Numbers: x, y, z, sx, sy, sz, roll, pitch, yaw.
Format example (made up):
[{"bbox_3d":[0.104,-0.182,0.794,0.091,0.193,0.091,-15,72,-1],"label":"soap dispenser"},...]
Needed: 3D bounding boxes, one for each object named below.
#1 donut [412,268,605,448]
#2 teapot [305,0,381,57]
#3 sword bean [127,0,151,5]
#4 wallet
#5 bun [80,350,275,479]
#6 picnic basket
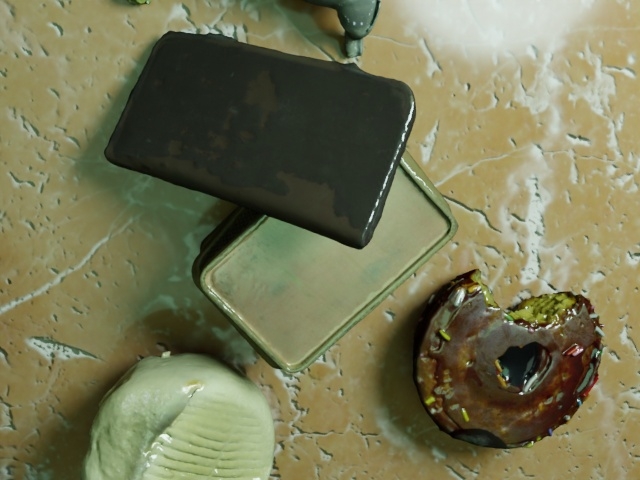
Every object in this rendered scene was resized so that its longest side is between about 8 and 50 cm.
[{"bbox_3d":[0.218,0.139,0.948,0.231,0.096,0.216,-2,106,-9],"label":"donut"},{"bbox_3d":[0.017,-0.334,0.791,0.193,0.129,0.294,-14,103,-6],"label":"teapot"},{"bbox_3d":[-0.216,-0.372,0.789,0.043,0.038,0.269,-7,106,18],"label":"sword bean"},{"bbox_3d":[-0.063,-0.110,0.776,0.310,0.042,0.165,18,81,24],"label":"wallet"},{"bbox_3d":[-0.165,0.232,0.889,0.230,0.145,0.229,-13,109,-41],"label":"bun"},{"bbox_3d":[0.000,0.000,0.856,0.267,0.139,0.165,-43,106,2],"label":"picnic basket"}]
